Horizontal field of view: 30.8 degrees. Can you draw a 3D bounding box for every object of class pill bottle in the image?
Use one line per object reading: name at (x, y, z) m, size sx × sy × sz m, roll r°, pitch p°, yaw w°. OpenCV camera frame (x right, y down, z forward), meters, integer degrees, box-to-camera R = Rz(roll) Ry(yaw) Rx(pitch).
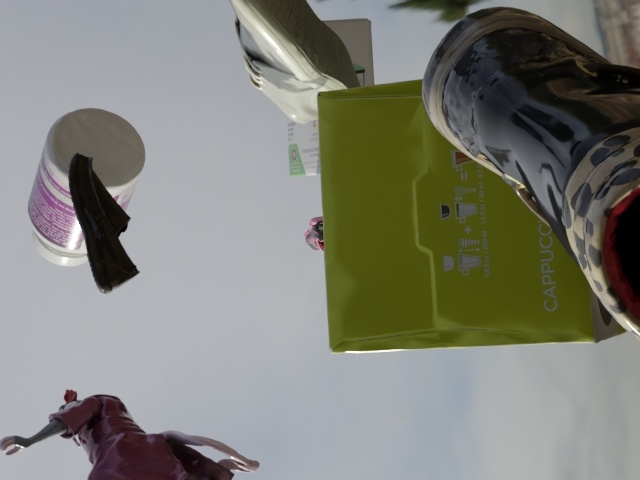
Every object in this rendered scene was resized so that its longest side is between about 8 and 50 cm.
pill bottle at (-0.419, -0.082, 2.031) m, size 0.301 × 0.169 × 0.169 m, roll 125°, pitch 150°, yaw -51°

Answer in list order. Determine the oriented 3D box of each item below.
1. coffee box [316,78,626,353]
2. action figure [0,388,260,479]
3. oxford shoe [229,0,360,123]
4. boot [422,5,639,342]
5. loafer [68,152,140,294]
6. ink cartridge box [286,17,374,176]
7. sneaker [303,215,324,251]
coffee box at (0.215, -0.031, 1.531) m, size 0.334 × 0.338 × 0.337 m, roll 4°, pitch -97°, yaw -67°
action figure at (-0.327, 0.330, 1.888) m, size 0.370 × 0.275 × 0.248 m, roll 40°, pitch 175°, yaw 44°
oxford shoe at (-0.058, -0.274, 1.664) m, size 0.449 × 0.130 × 0.169 m, roll 35°, pitch -141°, yaw -68°
boot at (0.254, -0.001, 0.688) m, size 0.378 × 0.138 × 0.284 m, roll 28°, pitch -165°, yaw -17°
loafer at (-0.329, -0.031, 1.772) m, size 0.080 × 0.078 × 0.220 m, roll 158°, pitch 96°, yaw -82°
ink cartridge box at (0.016, -0.262, 2.170) m, size 0.201 × 0.117 × 0.278 m, roll -177°, pitch 83°, yaw -70°
sneaker at (0.000, 0.000, 2.113) m, size 0.119 × 0.047 × 0.057 m, roll 99°, pitch 155°, yaw -68°
